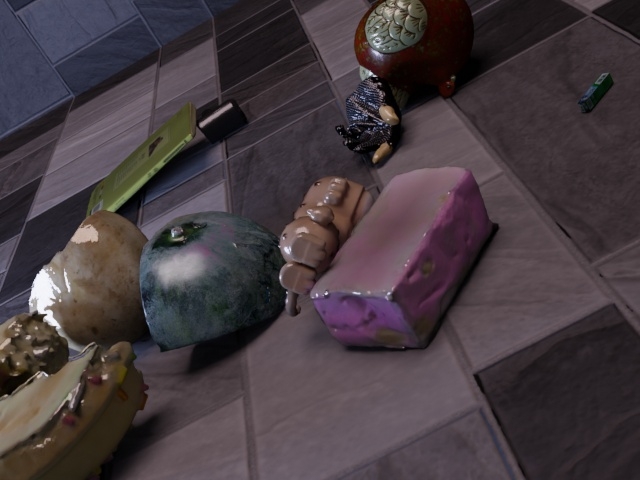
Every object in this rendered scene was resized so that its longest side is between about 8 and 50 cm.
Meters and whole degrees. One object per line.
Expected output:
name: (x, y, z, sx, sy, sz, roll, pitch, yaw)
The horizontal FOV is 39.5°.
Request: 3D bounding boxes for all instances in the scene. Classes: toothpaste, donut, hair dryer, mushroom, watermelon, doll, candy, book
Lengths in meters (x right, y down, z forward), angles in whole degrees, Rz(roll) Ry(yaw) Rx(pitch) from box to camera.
toothpaste: (0.441, -0.237, 1.428, 0.083, 0.020, 0.017, -47, 26, -27)
donut: (-0.431, 0.263, 1.324, 0.371, 0.150, 0.307, 8, 53, 47)
hair dryer: (-0.260, -0.312, 2.260, 0.114, 0.071, 0.248, -34, 18, -2)
mushroom: (-0.359, 0.089, 1.537, 0.254, 0.189, 0.195, -52, -14, 26)
watermelon: (-0.160, 0.030, 1.433, 0.188, 0.175, 0.322, -22, 29, 20)
doll: (0.000, -0.002, 1.317, 0.119, 0.154, 0.278, 21, 29, 5)
candy: (0.118, 0.023, 1.226, 0.155, 0.116, 0.265, -1, 42, 41)
book: (-0.432, -0.177, 2.154, 0.352, 0.035, 0.239, -39, 25, 12)

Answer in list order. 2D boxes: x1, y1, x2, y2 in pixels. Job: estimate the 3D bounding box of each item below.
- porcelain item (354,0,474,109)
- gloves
porcelain item: (0.194, -0.372, 1.753, 0.253, 0.253, 0.253, -25, 27, 14)
gloves: (0.103, -0.209, 1.676, 0.129, 0.106, 0.181, -20, 57, 24)
